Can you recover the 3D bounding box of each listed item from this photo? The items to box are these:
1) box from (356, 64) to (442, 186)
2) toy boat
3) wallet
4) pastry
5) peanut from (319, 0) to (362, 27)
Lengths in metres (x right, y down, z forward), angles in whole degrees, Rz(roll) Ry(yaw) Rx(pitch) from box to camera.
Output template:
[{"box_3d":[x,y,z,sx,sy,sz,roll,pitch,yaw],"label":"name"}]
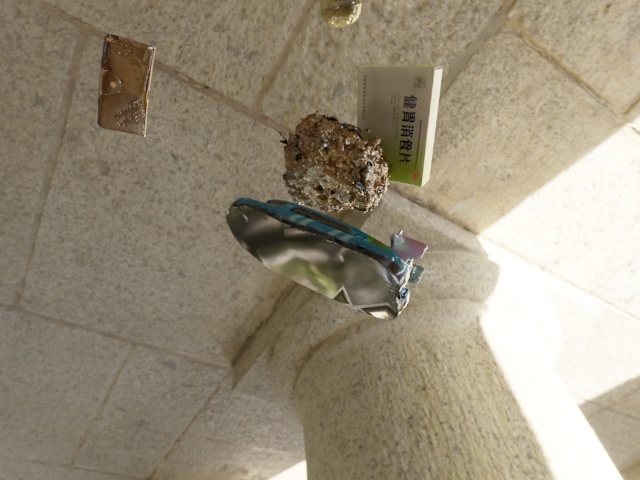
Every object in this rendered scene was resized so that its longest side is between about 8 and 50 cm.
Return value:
[{"box_3d":[0.174,-0.268,0.966,0.175,0.062,0.260,15,119,28],"label":"box"},{"box_3d":[0.000,0.000,0.607,0.299,0.092,0.134,24,147,26],"label":"toy boat"},{"box_3d":[-0.378,-0.298,0.807,0.095,0.026,0.176,3,112,-38],"label":"wallet"},{"box_3d":[0.026,-0.148,0.917,0.193,0.275,0.275,-50,124,-13],"label":"pastry"},{"box_3d":[0.064,-0.753,1.315,0.141,0.159,0.109,-1,166,19],"label":"peanut"}]
